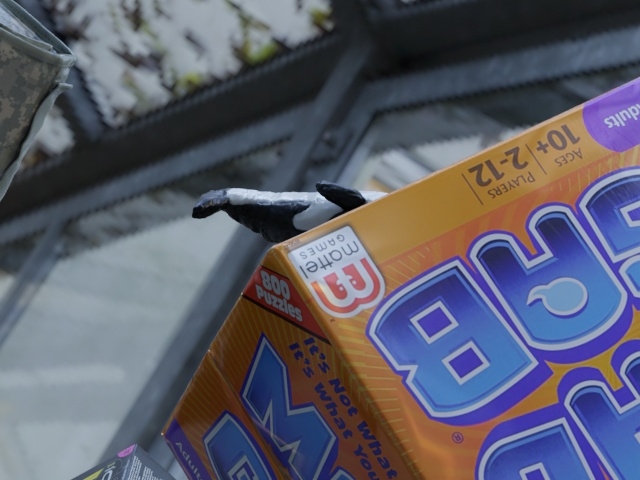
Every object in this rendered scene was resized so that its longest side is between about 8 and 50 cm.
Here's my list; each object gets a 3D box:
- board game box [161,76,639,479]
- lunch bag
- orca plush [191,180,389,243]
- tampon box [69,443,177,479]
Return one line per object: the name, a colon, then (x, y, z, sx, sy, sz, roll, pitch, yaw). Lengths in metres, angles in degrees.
board game box: (0.149, 0.159, 1.457, 0.356, 0.356, 0.356, 57, -29, 15)
lunch bag: (-0.427, -0.174, 2.067, 0.287, 0.235, 0.169, 36, 16, 16)
orca plush: (0.000, 0.000, 2.056, 0.287, 0.102, 0.151, 8, -13, 7)
tampon box: (-0.219, 0.347, 2.279, 0.120, 0.101, 0.161, -30, -63, 28)
